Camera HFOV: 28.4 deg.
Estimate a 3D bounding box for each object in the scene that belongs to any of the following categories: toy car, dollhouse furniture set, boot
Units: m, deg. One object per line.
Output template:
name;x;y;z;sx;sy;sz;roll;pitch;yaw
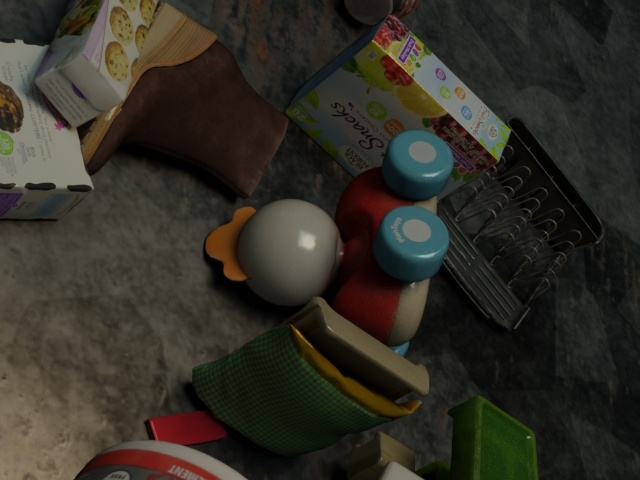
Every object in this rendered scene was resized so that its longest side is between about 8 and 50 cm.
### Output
toy car;0.000;0.000;1.346;0.238;0.219;0.210;11;52;-4
dollhouse furniture set;0.036;0.213;1.190;0.301;0.197;0.151;35;41;-25
boot;-0.143;-0.112;1.330;0.207;0.090;0.248;44;52;-24

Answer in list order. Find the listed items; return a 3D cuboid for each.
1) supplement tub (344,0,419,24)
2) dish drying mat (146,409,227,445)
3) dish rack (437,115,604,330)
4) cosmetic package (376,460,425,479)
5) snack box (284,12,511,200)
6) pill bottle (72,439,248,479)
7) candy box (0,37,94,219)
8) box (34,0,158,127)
supplement tub;0.100;-0.363;1.710;0.106;0.106;0.198;46;42;-10
dish drying mat;-0.128;0.181;1.209;0.083;0.008;0.032;-2;65;-43
dish rack;0.246;-0.019;1.642;0.208;0.074;0.271;50;41;-4
cosmetic package;0.024;0.366;0.920;0.161;0.230;0.453;31;18;6
snack box;0.091;-0.141;1.500;0.207;0.174;0.070;43;46;-14
pill bottle;-0.173;0.334;0.911;0.210;0.210;0.363;46;42;-10
candy box;-0.326;-0.105;1.164;0.196;0.070;0.165;0;64;-43
box;-0.216;-0.232;1.292;0.067;0.063;0.324;53;23;-29
